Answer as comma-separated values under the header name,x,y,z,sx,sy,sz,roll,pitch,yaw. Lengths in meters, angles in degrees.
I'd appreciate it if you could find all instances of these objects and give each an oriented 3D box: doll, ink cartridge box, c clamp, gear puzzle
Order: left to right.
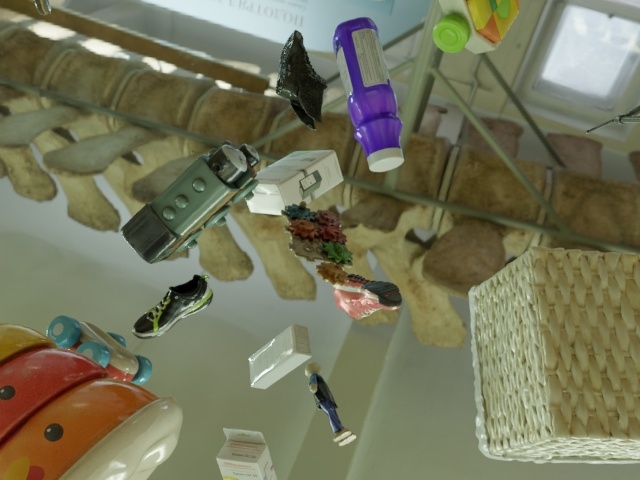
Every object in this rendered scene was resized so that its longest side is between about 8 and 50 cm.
name,x,y,z,sx,sy,sz,roll,pitch,yaw
ink cartridge box,-0.182,0.562,1.481,0.115,0.198,0.067,-2,-154,21
ink cartridge box,-0.093,-0.192,1.958,0.198,0.115,0.273,7,-146,45
gear puzzle,0.000,0.000,1.545,0.175,0.044,0.339,11,-148,-19
doll,0.012,0.344,1.284,0.046,0.129,0.189,-31,-126,0
c clamp,0.543,-0.210,1.001,0.137,0.022,0.161,-29,-172,3

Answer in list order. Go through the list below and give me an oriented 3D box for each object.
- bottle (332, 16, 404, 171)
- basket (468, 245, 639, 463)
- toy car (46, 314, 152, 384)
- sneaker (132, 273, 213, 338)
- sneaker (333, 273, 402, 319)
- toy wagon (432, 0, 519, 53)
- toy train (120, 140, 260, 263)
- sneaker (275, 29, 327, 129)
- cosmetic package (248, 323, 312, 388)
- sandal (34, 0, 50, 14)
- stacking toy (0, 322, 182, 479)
name,x,y,z,sx,sy,sz,roll,pitch,yaw
bottle,0.093,-0.271,1.128,0.092,0.118,0.283,-13,-104,4
basket,0.460,0.208,1.037,0.328,0.266,0.331,4,-112,-5
toy car,-0.572,0.335,1.432,0.210,0.219,0.238,31,-98,26
sneaker,-0.389,0.159,1.550,0.234,0.097,0.084,-32,-137,-22
sneaker,0.154,0.199,1.967,0.116,0.136,0.314,-8,-167,-35
toy wagon,0.220,-0.471,0.931,0.068,0.344,0.267,1,-136,39
toy train,-0.270,-0.081,1.280,0.142,0.334,0.190,50,-168,-1
sneaker,-0.028,-0.284,1.054,0.089,0.051,0.170,21,-119,-24
cosmetic package,-0.122,0.347,1.775,0.060,0.239,0.099,21,-136,-33
sandal,-0.373,-0.400,0.830,0.060,0.219,0.090,-4,-117,-28
stacking toy,-0.490,0.252,0.926,0.480,0.351,0.350,39,-139,10
